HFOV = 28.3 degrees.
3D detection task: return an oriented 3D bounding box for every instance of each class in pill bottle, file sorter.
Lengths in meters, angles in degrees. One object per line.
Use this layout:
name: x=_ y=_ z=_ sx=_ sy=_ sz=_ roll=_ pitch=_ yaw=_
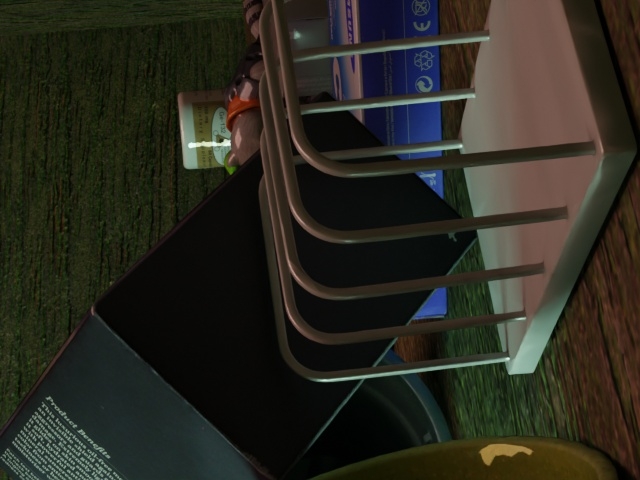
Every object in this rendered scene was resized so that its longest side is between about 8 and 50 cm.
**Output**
pill bottle: x=-0.120 y=-0.192 z=2.122 sx=0.131 sy=0.229 sz=0.131 roll=175 pitch=90 yaw=-84
file sorter: x=0.055 y=-0.052 z=0.772 sx=0.278 sy=0.173 sz=0.193 roll=95 pitch=167 yaw=-61

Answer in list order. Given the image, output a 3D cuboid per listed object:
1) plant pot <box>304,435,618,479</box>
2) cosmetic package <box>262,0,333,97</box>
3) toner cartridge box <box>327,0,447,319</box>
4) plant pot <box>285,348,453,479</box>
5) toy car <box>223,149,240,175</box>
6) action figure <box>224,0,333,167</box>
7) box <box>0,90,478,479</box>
plant pot: x=0.067 y=0.279 z=0.720 sx=0.276 sy=0.276 sz=0.254 roll=-148 pitch=40 yaw=-83
cosmetic package: x=0.004 y=-0.260 z=1.338 sx=0.107 sy=0.127 sz=0.238 roll=91 pitch=173 yaw=-46
toner cartridge box: x=0.058 y=-0.115 z=1.166 sx=0.165 sy=0.075 sz=0.348 roll=-118 pitch=24 yaw=-70
plant pot: x=-0.027 y=0.296 z=1.321 sx=0.334 sy=0.341 sz=0.341 roll=77 pitch=-176 yaw=-64
toy car: x=-0.040 y=-0.136 z=1.919 sx=0.155 sy=0.149 sz=0.188 roll=53 pitch=136 yaw=35
action figure: x=-0.063 y=-0.208 z=1.731 sx=0.341 sy=0.178 sz=0.330 roll=113 pitch=172 yaw=-51
box: x=-0.074 y=0.082 z=1.015 sx=0.296 sy=0.183 sz=0.294 roll=-47 pitch=1 yaw=-40
